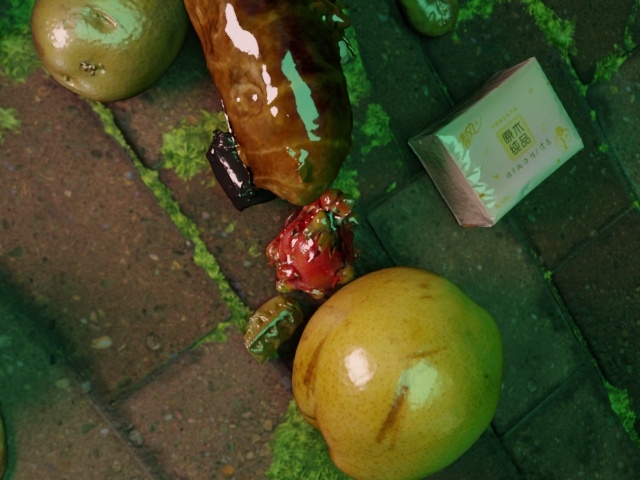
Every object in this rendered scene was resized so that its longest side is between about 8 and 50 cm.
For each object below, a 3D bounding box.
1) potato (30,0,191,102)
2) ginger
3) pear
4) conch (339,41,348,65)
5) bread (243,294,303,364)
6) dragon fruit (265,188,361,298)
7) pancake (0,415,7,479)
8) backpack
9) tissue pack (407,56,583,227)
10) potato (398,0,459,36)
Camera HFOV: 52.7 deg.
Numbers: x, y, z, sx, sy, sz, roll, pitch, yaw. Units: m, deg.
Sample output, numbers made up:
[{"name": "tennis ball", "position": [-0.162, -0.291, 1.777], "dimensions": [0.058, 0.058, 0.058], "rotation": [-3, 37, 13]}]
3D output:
[{"name": "potato", "position": [-0.266, -0.308, 0.874], "dimensions": [0.251, 0.159, 0.174], "rotation": [-58, 138, -20]}, {"name": "ginger", "position": [-0.041, -0.259, 0.858], "dimensions": [0.254, 0.176, 0.418], "rotation": [-20, 92, -31]}, {"name": "pear", "position": [0.113, 0.194, 0.963], "dimensions": [0.315, 0.314, 0.314], "rotation": [-1, 94, -19]}, {"name": "conch", "position": [-0.016, -0.318, 0.990], "dimensions": [0.094, 0.105, 0.176], "rotation": [-19, 97, -62]}, {"name": "bread", "position": [-0.076, 0.133, 1.013], "dimensions": [0.066, 0.060, 0.110], "rotation": [41, 79, 15]}, {"name": "dragon fruit", "position": [0.000, 0.000, 0.993], "dimensions": [0.133, 0.207, 0.150], "rotation": [-3, 51, -31]}, {"name": "pancake", "position": [-0.555, 0.287, 0.874], "dimensions": [0.250, 0.031, 0.249], "rotation": [-1, 92, -20]}, {"name": "backpack", "position": [-0.082, -0.117, 0.973], "dimensions": [0.165, 0.106, 0.120], "rotation": [-20, 79, -33]}, {"name": "tissue pack", "position": [0.297, -0.161, 1.087], "dimensions": [0.225, 0.124, 0.185], "rotation": [-39, 102, -13]}, {"name": "potato", "position": [0.173, -0.399, 1.059], "dimensions": [0.092, 0.070, 0.137], "rotation": [-31, 101, -13]}]
